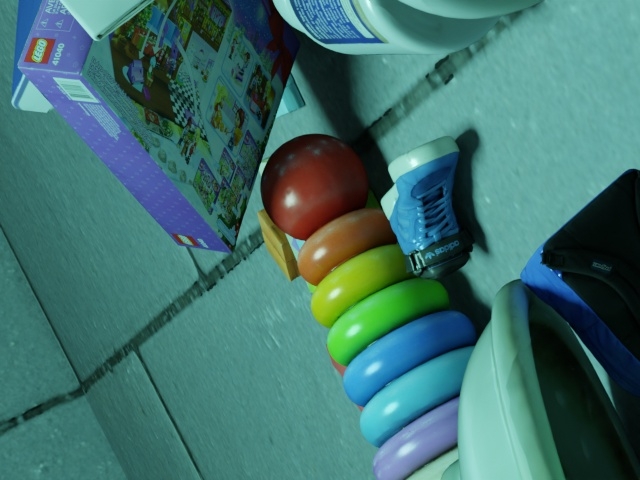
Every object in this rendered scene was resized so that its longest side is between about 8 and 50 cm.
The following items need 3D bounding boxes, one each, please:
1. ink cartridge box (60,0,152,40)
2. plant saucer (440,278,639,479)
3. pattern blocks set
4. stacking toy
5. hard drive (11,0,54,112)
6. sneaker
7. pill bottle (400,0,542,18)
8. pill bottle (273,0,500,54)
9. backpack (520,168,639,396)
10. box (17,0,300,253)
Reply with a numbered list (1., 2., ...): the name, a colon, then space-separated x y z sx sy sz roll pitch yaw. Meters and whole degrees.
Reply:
1. ink cartridge box: -0.169 -0.246 1.116 0.172 0.100 0.237 50 -176 -28
2. plant saucer: 0.160 0.225 1.126 0.400 0.100 0.400 60 -164 -29
3. pattern blocks set: 0.000 0.000 1.649 0.325 0.026 0.285 62 161 5
4. stacking toy: 0.050 0.058 1.441 0.330 0.141 0.141 61 161 15
5. hard drive: -0.228 -0.296 1.584 0.210 0.040 0.319 141 132 -67
6. sneaker: 0.086 -0.018 1.350 0.152 0.058 0.085 113 134 -71
7. pill bottle: 0.009 -0.277 0.993 0.363 0.210 0.210 41 151 48
8. pill bottle: 0.037 -0.178 1.195 0.186 0.112 0.112 13 127 65
9. backpack: 0.195 0.033 1.093 0.120 0.098 0.101 46 167 10
10. box: -0.111 -0.142 1.372 0.057 0.201 0.293 8 158 23
